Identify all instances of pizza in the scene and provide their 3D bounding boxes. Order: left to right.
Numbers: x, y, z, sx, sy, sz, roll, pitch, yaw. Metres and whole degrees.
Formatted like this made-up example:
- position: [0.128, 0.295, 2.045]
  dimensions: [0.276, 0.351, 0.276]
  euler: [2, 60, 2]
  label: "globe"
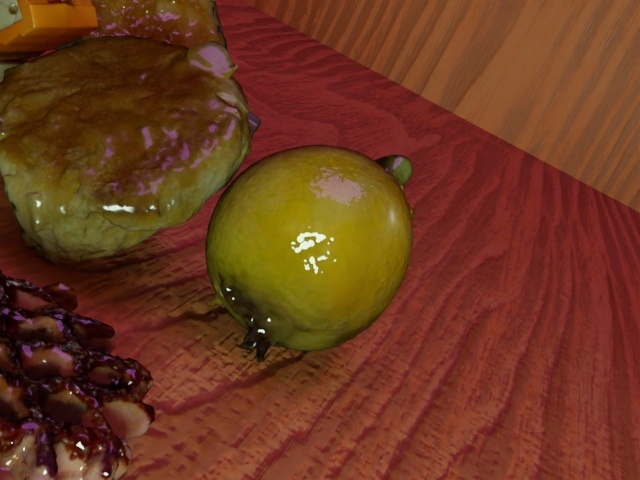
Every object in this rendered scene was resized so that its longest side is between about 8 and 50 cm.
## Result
- position: [-0.217, -0.227, 1.025]
  dimensions: [0.223, 0.323, 0.089]
  euler: [-18, 3, -32]
  label: "pizza"

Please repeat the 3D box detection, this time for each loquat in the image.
- position: [0.000, 0.000, 0.712]
  dimensions: [0.204, 0.172, 0.149]
  euler: [-38, 63, -20]
  label: "loquat"

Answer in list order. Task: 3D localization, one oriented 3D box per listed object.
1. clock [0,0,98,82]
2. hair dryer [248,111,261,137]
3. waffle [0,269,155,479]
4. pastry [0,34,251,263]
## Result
- position: [-0.339, -0.265, 0.903]
  dimensions: [0.255, 0.220, 0.106]
  euler: [34, 26, 17]
  label: "clock"
- position: [-0.199, -0.213, 1.204]
  dimensions: [0.296, 0.119, 0.298]
  euler: [36, 6, 8]
  label: "hair dryer"
- position: [-0.202, 0.066, 0.465]
  dimensions: [0.234, 0.055, 0.221]
  euler: [24, 19, 8]
  label: "waffle"
- position: [-0.168, -0.079, 0.713]
  dimensions: [0.229, 0.100, 0.218]
  euler: [21, 52, 19]
  label: "pastry"
